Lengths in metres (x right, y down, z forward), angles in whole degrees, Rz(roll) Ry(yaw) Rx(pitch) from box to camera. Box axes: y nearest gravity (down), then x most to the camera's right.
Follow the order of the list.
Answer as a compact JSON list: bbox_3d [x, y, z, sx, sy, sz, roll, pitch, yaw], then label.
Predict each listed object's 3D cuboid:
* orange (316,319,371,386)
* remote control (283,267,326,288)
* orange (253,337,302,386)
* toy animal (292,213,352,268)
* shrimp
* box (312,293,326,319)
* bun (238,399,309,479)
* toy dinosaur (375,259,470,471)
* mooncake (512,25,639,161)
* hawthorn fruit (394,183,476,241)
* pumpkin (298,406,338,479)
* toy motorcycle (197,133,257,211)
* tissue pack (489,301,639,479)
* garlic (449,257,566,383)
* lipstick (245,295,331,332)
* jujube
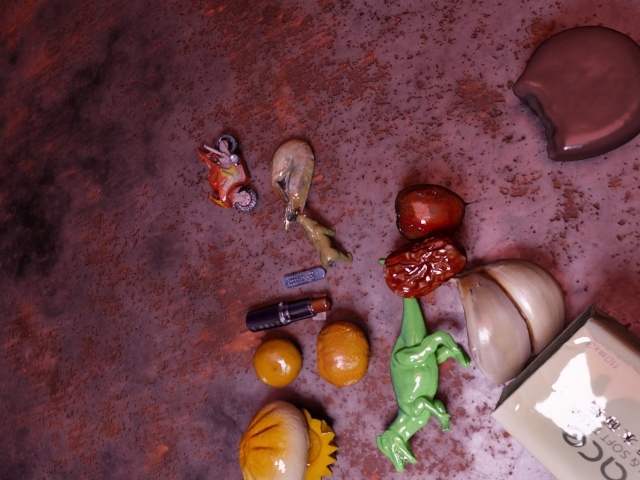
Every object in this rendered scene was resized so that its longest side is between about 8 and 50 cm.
[{"bbox_3d":[0.067,0.332,1.327,0.161,0.193,0.193,-3,84,-5],"label":"orange"},{"bbox_3d":[-0.050,0.122,1.468,0.153,0.027,0.043,-16,86,21],"label":"remote control"},{"bbox_3d":[-0.134,0.384,1.428,0.156,0.124,0.156,1,98,8],"label":"orange"},{"bbox_3d":[0.000,0.000,1.418,0.103,0.101,0.218,-34,75,17],"label":"toy animal"},{"bbox_3d":[-0.108,-0.186,1.495,0.168,0.077,0.316,8,84,31],"label":"shrimp"},{"bbox_3d":[-0.002,0.214,1.449,0.046,0.012,0.083,-1,87,22],"label":"box"},{"bbox_3d":[-0.157,0.623,1.328,0.165,0.299,0.298,14,91,-19],"label":"bun"},{"bbox_3d":[0.217,0.347,1.320,0.374,0.144,0.500,-45,59,12],"label":"toy dinosaur"},{"bbox_3d":[0.669,-0.360,1.156,0.326,0.174,0.333,33,101,23],"label":"mooncake"},{"bbox_3d":[0.326,-0.087,1.272,0.235,0.181,0.181,-15,80,8],"label":"hawthorn fruit"},{"bbox_3d":[-0.024,0.627,1.395,0.131,0.149,0.253,12,100,-19],"label":"pumpkin"},{"bbox_3d":[-0.326,-0.224,1.564,0.171,0.089,0.297,-25,77,18],"label":"toy motorcycle"},{"bbox_3d":[0.635,0.392,0.949,0.405,0.205,0.331,43,114,23],"label":"tissue pack"},{"bbox_3d":[0.485,0.201,1.183,0.249,0.286,0.312,-48,57,58],"label":"garlic"},{"bbox_3d":[-0.103,0.232,1.447,0.300,0.081,0.081,-18,80,21],"label":"lipstick"},{"bbox_3d":[0.281,0.066,1.218,0.230,0.155,0.155,-36,73,36],"label":"jujube"}]
